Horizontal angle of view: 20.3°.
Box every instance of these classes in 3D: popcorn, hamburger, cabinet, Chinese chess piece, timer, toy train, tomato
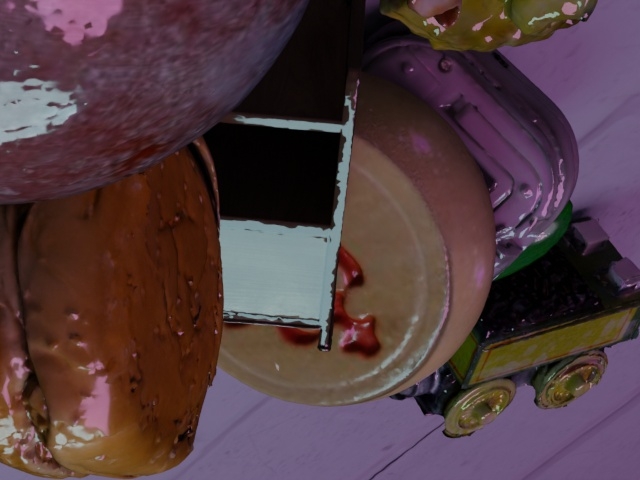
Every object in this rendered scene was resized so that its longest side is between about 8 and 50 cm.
[{"bbox_3d":[0.110,-0.201,1.161,0.173,0.142,0.173,-1,159,0],"label":"popcorn"},{"bbox_3d":[-0.119,0.021,0.926,0.108,0.214,0.214,2,158,14],"label":"hamburger"},{"bbox_3d":[-0.067,-0.058,1.080,0.174,0.148,0.215,5,130,0],"label":"cabinet"},{"bbox_3d":[0.000,0.000,1.272,0.251,0.251,0.097,-46,-178,32],"label":"Chinese chess piece"},{"bbox_3d":[0.075,-0.052,1.318,0.208,0.191,0.069,-48,179,30],"label":"timer"},{"bbox_3d":[0.185,0.082,1.726,0.261,0.134,0.177,-14,142,-28],"label":"toy train"},{"bbox_3d":[-0.140,-0.171,0.759,0.282,0.317,0.317,5,141,-22],"label":"tomato"}]

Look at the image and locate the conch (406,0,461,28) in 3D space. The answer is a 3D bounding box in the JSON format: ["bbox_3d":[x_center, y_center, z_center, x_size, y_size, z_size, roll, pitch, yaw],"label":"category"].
[{"bbox_3d":[0.040,-0.212,1.047,0.094,0.176,0.104,4,-164,10],"label":"conch"}]

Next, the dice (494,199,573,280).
[{"bbox_3d":[0.123,-0.046,1.437,0.120,0.128,0.131,-24,155,-4],"label":"dice"}]
